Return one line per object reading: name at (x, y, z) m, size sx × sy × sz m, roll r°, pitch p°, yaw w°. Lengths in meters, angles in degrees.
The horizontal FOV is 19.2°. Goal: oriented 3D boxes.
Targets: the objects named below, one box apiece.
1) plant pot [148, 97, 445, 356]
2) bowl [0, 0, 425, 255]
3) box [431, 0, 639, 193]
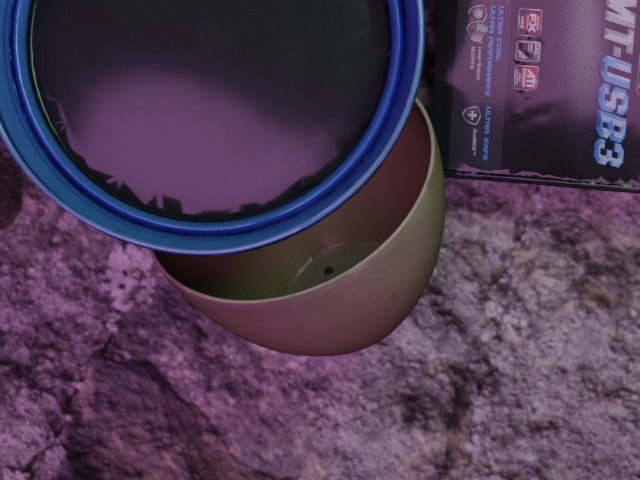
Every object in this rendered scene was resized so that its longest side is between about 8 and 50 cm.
plant pot at (0.000, 0.000, 1.797) m, size 0.284 × 0.284 × 0.191 m, roll -15°, pitch 138°, yaw 13°
bowl at (-0.102, -0.180, 1.666) m, size 0.391 × 0.077 × 0.391 m, roll 0°, pitch 88°, yaw 3°
box at (0.257, -0.196, 1.774) m, size 0.293 × 0.073 × 0.295 m, roll 6°, pitch 107°, yaw 9°
